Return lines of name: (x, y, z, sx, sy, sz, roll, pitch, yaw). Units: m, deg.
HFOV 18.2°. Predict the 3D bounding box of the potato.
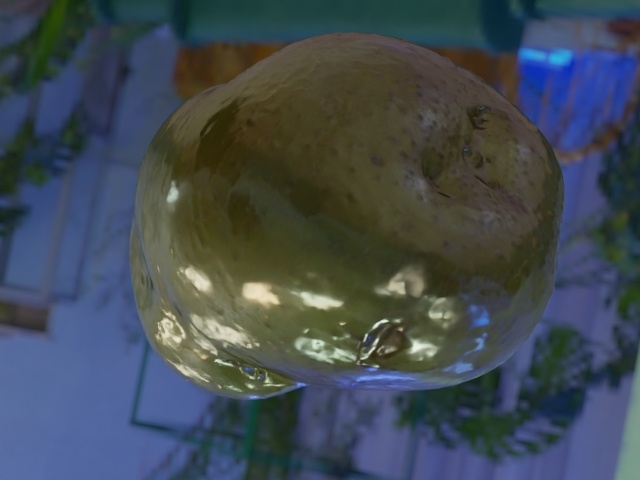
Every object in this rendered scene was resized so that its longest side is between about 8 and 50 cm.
potato: (0.000, 0.000, 0.790, 0.157, 0.157, 0.194, 12, 151, -35)
